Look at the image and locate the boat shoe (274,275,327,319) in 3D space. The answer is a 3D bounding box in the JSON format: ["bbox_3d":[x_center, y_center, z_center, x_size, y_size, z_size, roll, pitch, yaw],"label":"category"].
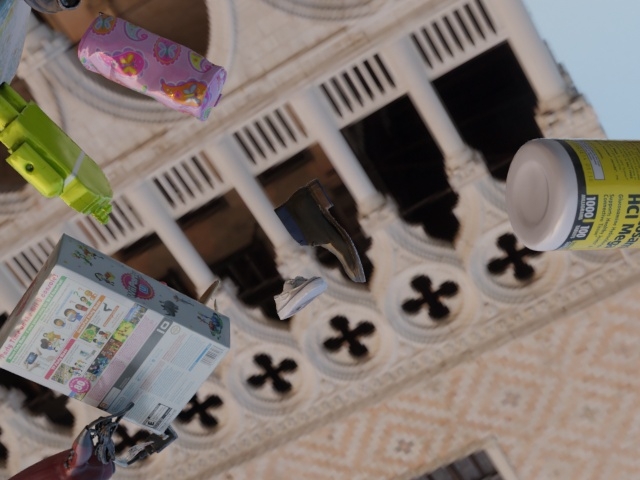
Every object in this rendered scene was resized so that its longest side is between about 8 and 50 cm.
[{"bbox_3d":[-0.068,0.142,2.662,0.095,0.084,0.258,-20,167,-35],"label":"boat shoe"}]

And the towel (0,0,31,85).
[{"bbox_3d":[-0.570,-0.329,1.620,0.374,0.090,0.320,-82,-163,-45],"label":"towel"}]

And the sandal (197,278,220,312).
[{"bbox_3d":[-0.269,0.203,2.183,0.088,0.079,0.240,-33,-159,54],"label":"sandal"}]

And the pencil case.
[{"bbox_3d":[-0.328,-0.339,1.883,0.124,0.284,0.124,24,90,-86],"label":"pencil case"}]

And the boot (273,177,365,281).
[{"bbox_3d":[0.000,0.000,1.856,0.106,0.219,0.082,-28,174,1],"label":"boot"}]

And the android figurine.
[{"bbox_3d":[-0.437,-0.136,1.571,0.056,0.273,0.248,-40,-159,6],"label":"android figurine"}]

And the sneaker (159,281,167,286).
[{"bbox_3d":[-0.468,0.164,2.200,0.279,0.118,0.107,-14,155,-16],"label":"sneaker"}]

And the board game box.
[{"bbox_3d":[-0.329,0.156,1.536,0.224,0.303,0.097,-51,-156,23],"label":"board game box"}]

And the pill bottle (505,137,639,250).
[{"bbox_3d":[0.500,-0.079,1.631,0.334,0.187,0.188,-2,-167,-18],"label":"pill bottle"}]

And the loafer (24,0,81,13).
[{"bbox_3d":[-0.379,-0.445,1.421,0.366,0.130,0.133,113,-14,-72],"label":"loafer"}]

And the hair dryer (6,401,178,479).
[{"bbox_3d":[-0.400,0.348,1.591,0.294,0.223,0.080,-33,-121,4],"label":"hair dryer"}]
